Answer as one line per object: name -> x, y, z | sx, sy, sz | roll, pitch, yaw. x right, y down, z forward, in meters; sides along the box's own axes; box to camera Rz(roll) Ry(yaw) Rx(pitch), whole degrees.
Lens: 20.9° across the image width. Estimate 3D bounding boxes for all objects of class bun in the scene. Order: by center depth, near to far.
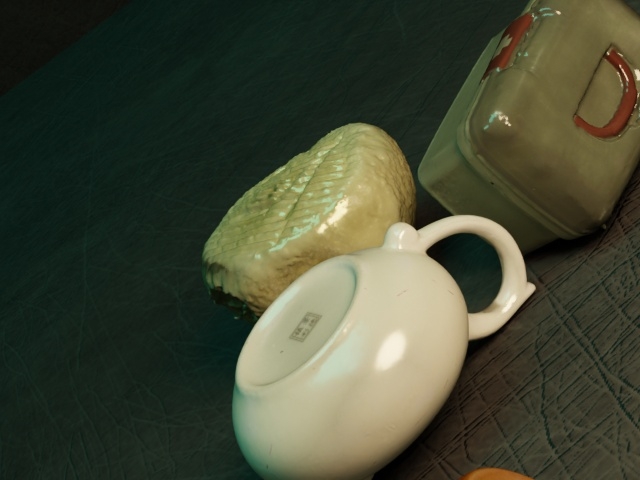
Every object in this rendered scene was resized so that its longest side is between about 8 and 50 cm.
bun -> 0.000, 0.000, 1.544 | 0.220, 0.134, 0.220 | -37, 17, 13

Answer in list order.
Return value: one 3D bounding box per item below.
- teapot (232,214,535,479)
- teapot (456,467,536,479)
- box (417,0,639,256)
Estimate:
teapot -> 0.036, 0.094, 1.298 | 0.298, 0.139, 0.204 | -49, 19, -6
teapot -> 0.104, 0.205, 1.019 | 0.116, 0.116, 0.173 | -44, 47, 0
box -> 0.183, -0.098, 1.382 | 0.129, 0.148, 0.210 | -35, 19, 53
